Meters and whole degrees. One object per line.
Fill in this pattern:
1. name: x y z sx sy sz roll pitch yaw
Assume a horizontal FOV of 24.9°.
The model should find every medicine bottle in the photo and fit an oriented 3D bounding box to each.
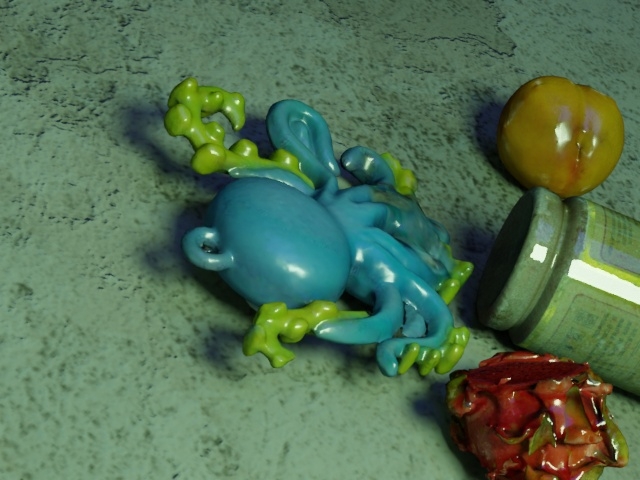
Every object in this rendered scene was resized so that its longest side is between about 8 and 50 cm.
1. medicine bottle: 0.318 0.073 1.350 0.322 0.151 0.151 23 36 -5

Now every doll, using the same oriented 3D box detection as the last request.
1. doll: 0.000 0.000 1.314 0.341 0.099 0.346 3 44 -47

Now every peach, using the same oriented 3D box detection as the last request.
1. peach: 0.259 -0.108 1.557 0.138 0.138 0.138 17 37 -13

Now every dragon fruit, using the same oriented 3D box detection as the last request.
1. dragon fruit: 0.183 0.166 1.184 0.133 0.150 0.208 -17 55 -7
